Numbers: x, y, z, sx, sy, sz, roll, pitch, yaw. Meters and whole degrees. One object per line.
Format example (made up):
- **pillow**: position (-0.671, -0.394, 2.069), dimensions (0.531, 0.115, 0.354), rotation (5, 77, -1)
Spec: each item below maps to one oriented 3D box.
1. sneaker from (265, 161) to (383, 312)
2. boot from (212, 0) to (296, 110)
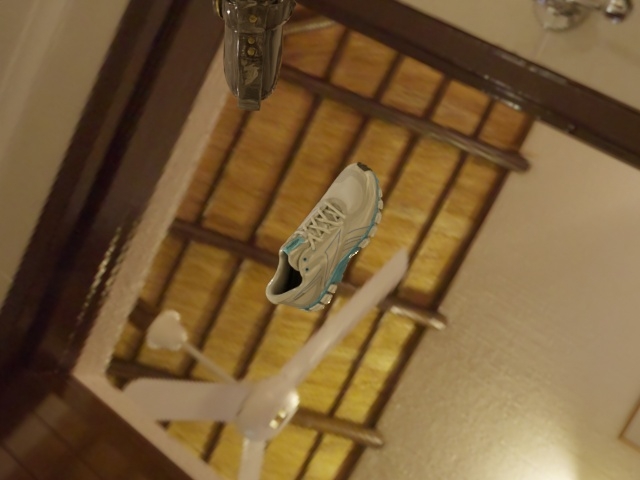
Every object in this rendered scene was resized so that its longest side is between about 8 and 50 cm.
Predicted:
- **sneaker**: position (0.000, 0.000, 1.068), dimensions (0.083, 0.071, 0.191), rotation (4, -61, -50)
- **boot**: position (-0.058, -0.258, 0.818), dimensions (0.263, 0.091, 0.229), rotation (-85, -2, -52)
